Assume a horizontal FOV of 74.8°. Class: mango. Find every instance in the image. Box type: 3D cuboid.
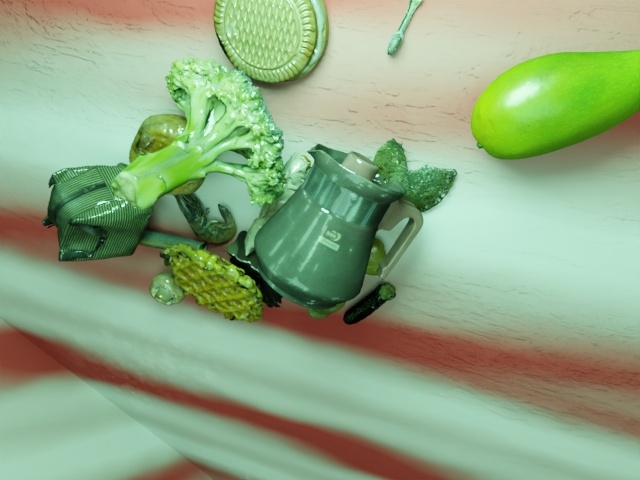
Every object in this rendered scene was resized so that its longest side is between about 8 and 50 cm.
[{"bbox_3d":[0.473,-0.276,0.825,0.343,0.156,0.192,-16,128,25],"label":"mango"}]

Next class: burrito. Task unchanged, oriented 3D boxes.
[{"bbox_3d":[-0.129,-0.103,1.205,0.076,0.117,0.392,23,131,-17],"label":"burrito"}]

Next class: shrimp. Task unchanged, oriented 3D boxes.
[{"bbox_3d":[-0.378,-0.108,1.340,0.169,0.058,0.296,-12,125,19],"label":"shrimp"}]

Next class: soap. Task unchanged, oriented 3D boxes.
[{"bbox_3d":[0.156,0.052,1.265,0.089,0.045,0.140,-5,124,20],"label":"soap"}]

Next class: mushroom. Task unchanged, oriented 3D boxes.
[{"bbox_3d":[-0.582,0.187,1.600,0.148,0.112,0.148,14,138,13],"label":"mushroom"}]

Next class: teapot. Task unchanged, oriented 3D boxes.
[{"bbox_3d":[0.055,-0.030,1.049,0.376,0.305,0.361,20,115,-22],"label":"teapot"}]

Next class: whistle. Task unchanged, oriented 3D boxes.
[{"bbox_3d":[-0.559,0.000,1.483,0.327,0.057,0.067,12,126,12],"label":"whistle"}]

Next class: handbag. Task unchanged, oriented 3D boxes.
[{"bbox_3d":[-0.721,-0.081,1.338,0.247,0.240,0.340,55,131,13],"label":"handbag"}]

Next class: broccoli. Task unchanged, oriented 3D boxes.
[{"bbox_3d":[-0.294,-0.255,0.972,0.397,0.353,0.274,-15,150,-21],"label":"broccoli"}]

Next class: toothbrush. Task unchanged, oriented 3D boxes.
[{"bbox_3d":[0.204,-0.510,0.831,0.026,0.028,0.294,26,125,-2],"label":"toothbrush"}]

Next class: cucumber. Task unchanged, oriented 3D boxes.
[{"bbox_3d":[0.148,0.224,1.386,0.067,0.067,0.245,36,128,-9],"label":"cucumber"}]

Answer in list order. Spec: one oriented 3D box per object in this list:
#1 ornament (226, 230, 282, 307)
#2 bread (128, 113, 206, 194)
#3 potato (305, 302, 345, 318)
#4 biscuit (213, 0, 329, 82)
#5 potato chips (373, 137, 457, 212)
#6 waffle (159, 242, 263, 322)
[{"bbox_3d":[-0.215,0.116,1.427,0.251,0.106,0.260,33,144,2],"label":"ornament"},{"bbox_3d":[-0.420,-0.249,1.193,0.245,0.134,0.244,10,125,14],"label":"bread"},{"bbox_3d":[0.008,0.180,1.352,0.157,0.157,0.194,19,133,6],"label":"potato"},{"bbox_3d":[-0.111,-0.476,0.935,0.259,0.079,0.259,10,129,13],"label":"biscuit"},{"bbox_3d":[0.227,-0.161,1.086,0.220,0.029,0.202,40,132,-14],"label":"potato chips"},{"bbox_3d":[-0.358,0.154,1.445,0.380,0.095,0.382,24,149,10],"label":"waffle"}]
